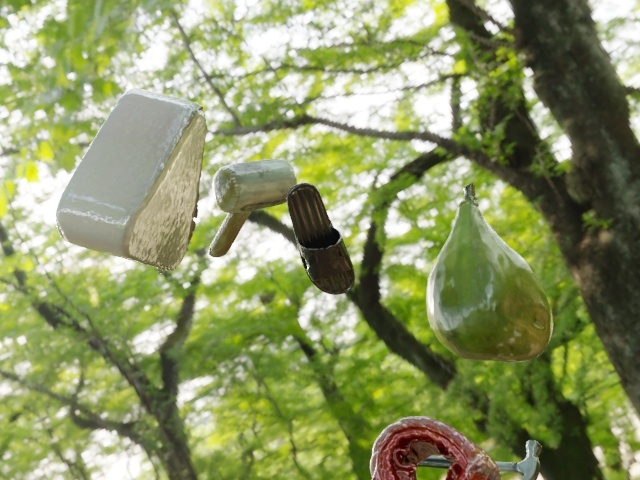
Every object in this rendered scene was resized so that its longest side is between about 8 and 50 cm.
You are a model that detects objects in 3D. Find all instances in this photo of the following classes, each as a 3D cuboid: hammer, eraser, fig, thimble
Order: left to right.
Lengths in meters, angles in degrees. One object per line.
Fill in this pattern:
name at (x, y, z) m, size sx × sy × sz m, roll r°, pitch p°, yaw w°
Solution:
eraser at (-0.311, -0.112, 1.586) m, size 0.331 × 0.150 × 0.331 m, roll 17°, pitch -90°, yaw -80°
hammer at (-0.187, -0.062, 2.079) m, size 0.202 × 0.113 × 0.305 m, roll -9°, pitch -34°, yaw -37°
thimble at (0.175, 0.371, 1.414) m, size 0.163 × 0.190 × 0.125 m, roll -62°, pitch -39°, yaw -16°
hammer at (0.266, 0.404, 1.602) m, size 0.246 × 0.103 × 0.029 m, roll -5°, pitch -43°, yaw 30°
fig at (0.314, 0.082, 1.673) m, size 0.233 × 0.314 × 0.233 m, roll 5°, pitch -30°, yaw 3°

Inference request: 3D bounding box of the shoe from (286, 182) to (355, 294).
shoe at (0.000, 0.000, 1.182) m, size 0.062 × 0.159 × 0.053 m, roll -22°, pitch 5°, yaw -10°
